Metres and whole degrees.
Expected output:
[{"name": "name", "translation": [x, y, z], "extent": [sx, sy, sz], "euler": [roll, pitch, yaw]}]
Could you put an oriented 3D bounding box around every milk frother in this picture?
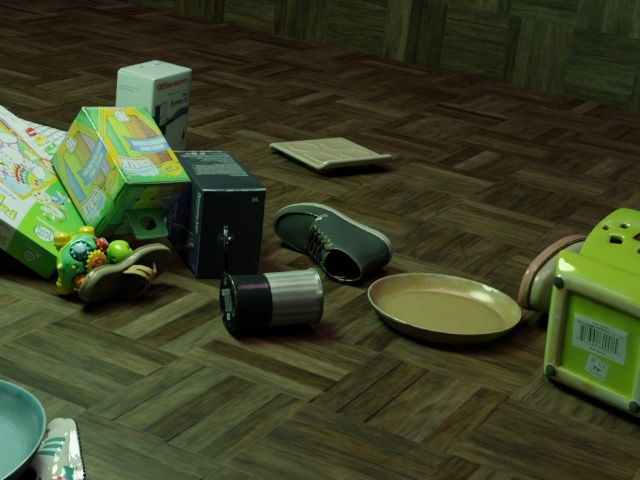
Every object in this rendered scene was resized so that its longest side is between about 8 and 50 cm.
[{"name": "milk frother", "translation": [-0.079, 0.051, 1.770], "extent": [0.134, 0.143, 0.129], "euler": [-4, 15, -22]}]

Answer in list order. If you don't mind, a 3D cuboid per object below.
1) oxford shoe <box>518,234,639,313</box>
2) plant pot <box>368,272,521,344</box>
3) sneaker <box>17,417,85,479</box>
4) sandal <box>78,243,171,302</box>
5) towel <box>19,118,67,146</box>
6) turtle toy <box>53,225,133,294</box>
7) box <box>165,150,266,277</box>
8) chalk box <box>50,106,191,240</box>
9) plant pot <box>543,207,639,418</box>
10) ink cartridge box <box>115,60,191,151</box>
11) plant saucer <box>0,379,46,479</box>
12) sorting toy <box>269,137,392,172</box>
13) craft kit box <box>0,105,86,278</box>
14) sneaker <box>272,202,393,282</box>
[{"name": "oxford shoe", "translation": [0.459, 0.065, 1.941], "extent": [0.348, 0.123, 0.130], "euler": [-9, 27, -39]}, {"name": "plant pot", "translation": [0.188, 0.107, 1.867], "extent": [0.236, 0.032, 0.236], "euler": [6, 19, -2]}, {"name": "sneaker", "translation": [-0.297, 0.237, 1.304], "extent": [0.075, 0.057, 0.161], "euler": [5, 22, -20]}, {"name": "sandal", "translation": [-0.282, 0.058, 1.806], "extent": [0.049, 0.072, 0.180], "euler": [34, 31, 23]}, {"name": "towel", "translation": [-0.550, -0.116, 2.123], "extent": [0.235, 0.121, 0.284], "euler": [18, 26, 8]}, {"name": "turtle toy", "translation": [-0.338, 0.029, 1.811], "extent": [0.066, 0.095, 0.130], "euler": [8, 17, 36]}, {"name": "box", "translation": [-0.175, -0.047, 1.999], "extent": [0.108, 0.153, 0.207], "euler": [-1, 20, -21]}, {"name": "chalk box", "translation": [-0.308, -0.093, 1.934], "extent": [0.132, 0.132, 0.213], "euler": [-7, 55, -48]}, {"name": "plant pot", "translation": [0.437, 0.109, 1.672], "extent": [0.207, 0.227, 0.228], "euler": [-20, 33, -41]}, {"name": "ink cartridge box", "translation": [-0.332, -0.238, 2.400], "extent": [0.086, 0.208, 0.153], "euler": [15, 21, 21]}, {"name": "plant saucer", "translation": [-0.440, 0.227, 1.250], "extent": [0.317, 0.044, 0.317], "euler": [-3, 20, 1]}, {"name": "sorting toy", "translation": [0.021, -0.182, 2.629], "extent": [0.193, 0.038, 0.208], "euler": [-8, 20, -36]}, {"name": "craft kit box", "translation": [-0.477, -0.086, 1.922], "extent": [0.250, 0.061, 0.247], "euler": [35, 34, -10]}, {"name": "sneaker", "translation": [0.000, 0.000, 2.030], "extent": [0.222, 0.083, 0.118], "euler": [17, 22, 24]}]
